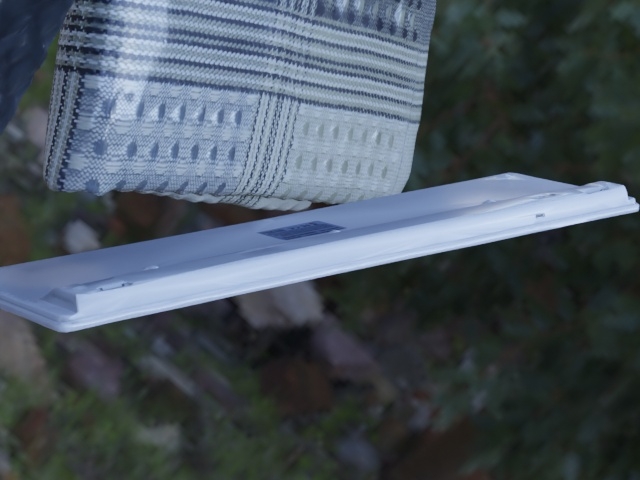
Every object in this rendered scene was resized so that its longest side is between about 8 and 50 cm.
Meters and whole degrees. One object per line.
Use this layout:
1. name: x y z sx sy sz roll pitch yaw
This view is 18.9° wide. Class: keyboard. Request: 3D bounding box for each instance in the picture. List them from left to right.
1. keyboard: 0.000 0.000 0.674 0.256 0.014 0.072 -11 11 -38

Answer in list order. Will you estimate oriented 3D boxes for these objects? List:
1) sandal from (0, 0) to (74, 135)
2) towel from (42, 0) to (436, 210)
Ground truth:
1. sandal: -0.144 -0.148 0.631 0.107 0.446 0.167 32 2 41
2. towel: -0.016 -0.167 0.929 0.056 0.312 0.324 13 5 27
